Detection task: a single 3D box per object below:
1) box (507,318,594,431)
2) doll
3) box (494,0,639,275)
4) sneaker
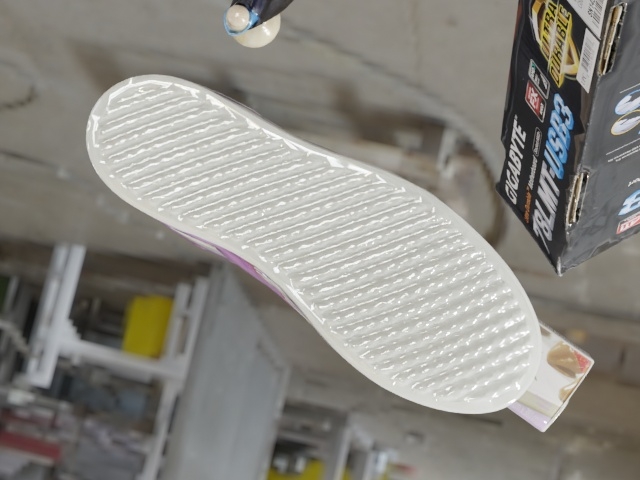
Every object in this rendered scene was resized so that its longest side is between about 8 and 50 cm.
[{"bbox_3d":[0.044,0.016,1.305,0.324,0.063,0.067,35,-178,3],"label":"box"},{"bbox_3d":[-0.023,-0.190,1.223,0.046,0.129,0.189,37,146,7],"label":"doll"},{"bbox_3d":[0.228,-0.134,0.852,0.296,0.073,0.293,-26,157,-11],"label":"box"},{"bbox_3d":[0.000,-0.001,1.065,0.282,0.102,0.161,36,176,2],"label":"sneaker"}]
